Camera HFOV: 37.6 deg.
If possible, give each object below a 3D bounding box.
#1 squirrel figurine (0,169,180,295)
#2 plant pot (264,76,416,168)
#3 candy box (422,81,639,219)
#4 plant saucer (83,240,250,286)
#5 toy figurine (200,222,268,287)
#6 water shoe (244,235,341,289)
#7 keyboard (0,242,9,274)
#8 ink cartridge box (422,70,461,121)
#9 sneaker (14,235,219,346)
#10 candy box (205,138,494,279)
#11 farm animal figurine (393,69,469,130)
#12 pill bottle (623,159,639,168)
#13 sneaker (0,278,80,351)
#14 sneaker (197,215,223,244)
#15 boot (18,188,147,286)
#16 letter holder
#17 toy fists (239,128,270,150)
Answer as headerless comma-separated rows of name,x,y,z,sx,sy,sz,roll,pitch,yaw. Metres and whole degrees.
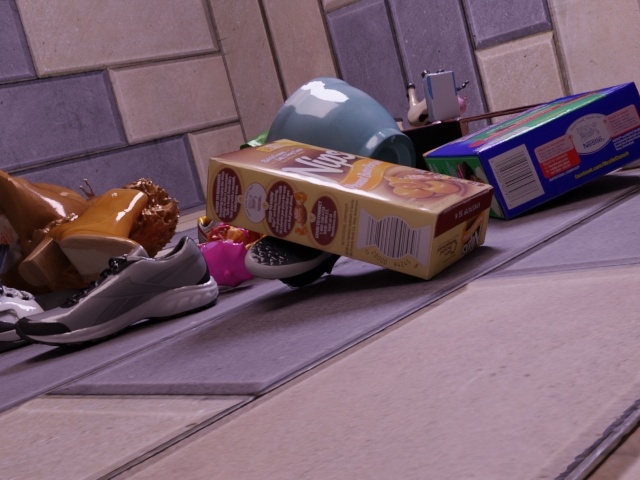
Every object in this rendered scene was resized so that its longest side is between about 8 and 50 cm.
squirrel figurine,-0.445,-0.002,1.856,0.397,0.281,0.370,8,9,36
plant pot,0.058,-0.150,1.808,0.196,0.293,0.293,24,30,35
candy box,0.343,-0.142,1.518,0.268,0.122,0.317,-24,6,-6
plant saucer,-0.235,0.051,1.588,0.259,0.047,0.258,-18,7,-33
toy figurine,-0.128,0.006,1.419,0.173,0.130,0.159,15,33,34
water shoe,-0.028,0.033,1.211,0.073,0.080,0.203,32,28,24
keyboard,-0.625,0.115,1.582,0.202,0.033,0.317,-28,24,3
ink cartridge box,0.232,-0.275,1.807,0.052,0.088,0.122,-10,6,1
sneaker,-0.277,0.071,1.262,0.272,0.108,0.100,-19,9,-22
candy box,0.035,-0.049,1.189,0.317,0.087,0.183,16,20,26
farm animal figurine,0.195,-0.206,2.139,0.327,0.172,0.330,-14,-32,3
pill bottle,0.568,-0.197,1.638,0.112,0.112,0.187,-9,9,42
sneaker,-0.506,0.097,1.382,0.331,0.146,0.122,-16,5,-30
sneaker,-0.171,-0.023,1.870,0.225,0.092,0.088,-8,9,40
boot,-0.337,-0.018,1.517,0.295,0.104,0.211,-7,31,38
letter holder,0.311,-0.176,1.877,0.215,0.152,0.302,-15,6,-19
toy fists,-0.098,-0.113,1.915,0.096,0.279,0.142,33,46,23
